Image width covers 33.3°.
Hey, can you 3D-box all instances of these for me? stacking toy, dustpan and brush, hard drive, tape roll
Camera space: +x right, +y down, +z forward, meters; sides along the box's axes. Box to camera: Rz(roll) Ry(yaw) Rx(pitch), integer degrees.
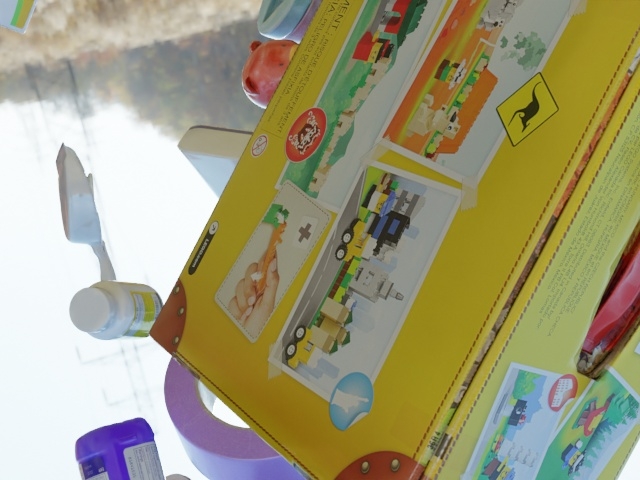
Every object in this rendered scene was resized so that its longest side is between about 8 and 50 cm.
[{"bbox_3d":[-0.002,-0.329,1.480,0.279,0.130,0.309,-45,-148,37],"label":"stacking toy"},{"bbox_3d":[-0.312,-0.018,1.439,0.060,0.211,0.147,-5,173,-19],"label":"dustpan and brush"},{"bbox_3d":[0.000,0.000,1.192,0.210,0.319,0.040,12,-120,40],"label":"hard drive"},{"bbox_3d":[-0.065,0.198,1.425,0.275,0.090,0.275,-7,-135,7],"label":"tape roll"}]

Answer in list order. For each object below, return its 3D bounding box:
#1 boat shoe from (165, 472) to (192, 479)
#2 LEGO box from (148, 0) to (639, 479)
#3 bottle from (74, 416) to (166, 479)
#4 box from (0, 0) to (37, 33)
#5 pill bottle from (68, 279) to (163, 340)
[{"bbox_3d":[-0.203,0.445,1.682,0.096,0.267,0.088,17,-138,25],"label":"boat shoe"},{"bbox_3d":[0.120,-0.045,0.845,0.193,0.500,0.372,26,-178,-38],"label":"LEGO box"},{"bbox_3d":[-0.216,0.358,1.276,0.092,0.283,0.118,-11,167,-30],"label":"bottle"},{"bbox_3d":[-0.462,-0.423,1.550,0.114,0.203,0.103,29,-172,32],"label":"box"},{"bbox_3d":[-0.220,0.075,1.148,0.065,0.065,0.116,-10,172,16],"label":"pill bottle"}]
